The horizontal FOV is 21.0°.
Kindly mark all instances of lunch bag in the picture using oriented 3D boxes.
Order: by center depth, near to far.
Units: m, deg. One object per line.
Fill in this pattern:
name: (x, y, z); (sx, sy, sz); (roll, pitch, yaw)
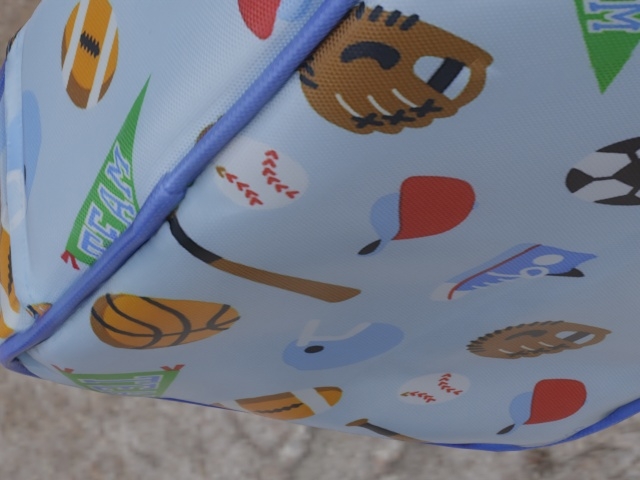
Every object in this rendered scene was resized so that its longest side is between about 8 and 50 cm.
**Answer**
lunch bag: (0.055, -0.031, 0.465); (0.303, 0.243, 0.115); (-37, 50, 54)
